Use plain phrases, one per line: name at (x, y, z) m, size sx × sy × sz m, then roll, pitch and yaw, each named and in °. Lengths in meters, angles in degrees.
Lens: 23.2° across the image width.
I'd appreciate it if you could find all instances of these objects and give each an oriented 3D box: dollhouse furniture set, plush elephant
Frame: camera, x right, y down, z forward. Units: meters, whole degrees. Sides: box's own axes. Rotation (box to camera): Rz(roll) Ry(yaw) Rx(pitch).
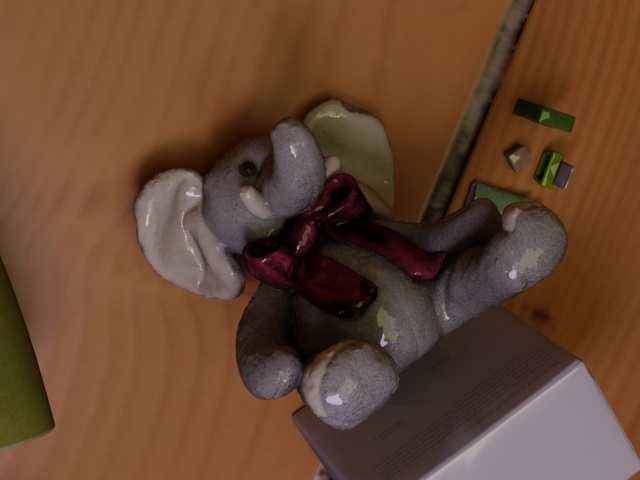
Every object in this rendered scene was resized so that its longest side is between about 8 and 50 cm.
dollhouse furniture set at (0.191, -0.053, 1.469) m, size 0.076 × 0.058 × 0.152 m, roll 16°, pitch 99°, yaw -22°
plush elephant at (0.000, 0.000, 1.328) m, size 0.272 × 0.330 × 0.255 m, roll -35°, pitch 91°, yaw -21°

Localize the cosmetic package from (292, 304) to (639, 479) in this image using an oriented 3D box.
cosmetic package at (0.128, 0.184, 1.422) m, size 0.224 × 0.224 × 0.138 m, roll -35°, pitch 113°, yaw -6°

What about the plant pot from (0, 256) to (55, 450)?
plant pot at (-0.363, 0.022, 1.210) m, size 0.275 × 0.275 × 0.293 m, roll -8°, pitch 92°, yaw -17°
